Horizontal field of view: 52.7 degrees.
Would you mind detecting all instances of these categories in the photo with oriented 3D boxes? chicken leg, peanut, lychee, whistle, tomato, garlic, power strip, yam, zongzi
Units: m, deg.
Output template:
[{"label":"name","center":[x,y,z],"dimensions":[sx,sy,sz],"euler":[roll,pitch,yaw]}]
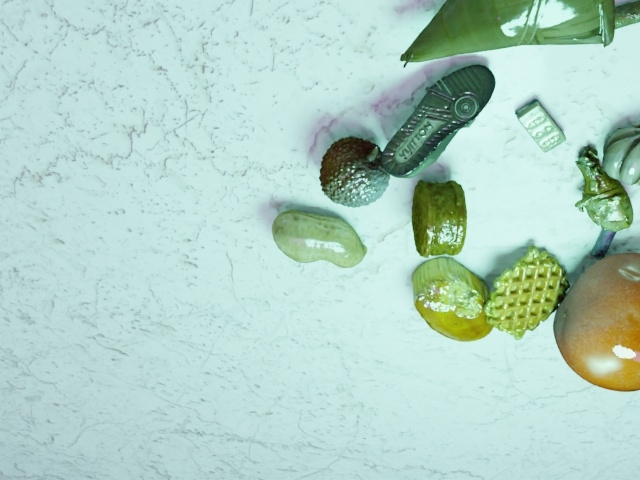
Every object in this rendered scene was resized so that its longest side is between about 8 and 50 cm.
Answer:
[{"label":"chicken leg","center":[0.634,-0.112,1.476],"dimensions":[0.227,0.088,0.103],"euler":[49,147,-19]},{"label":"peanut","center":[0.000,0.000,1.605],"dimensions":[0.253,0.122,0.137],"euler":[10,141,-10]},{"label":"lychee","center":[0.080,-0.154,1.427],"dimensions":[0.165,0.165,0.197],"euler":[29,136,-20]},{"label":"whistle","center":[0.707,-0.020,1.583],"dimensions":[0.033,0.033,0.176],"euler":[6,132,0]},{"label":"tomato","center":[0.726,0.191,1.580],"dimensions":[0.273,0.341,0.341],"euler":[13,133,12]},{"label":"garlic","center":[0.671,-0.199,1.358],"dimensions":[0.127,0.131,0.194],"euler":[2,141,0]},{"label":"power strip","center":[0.476,-0.248,1.399],"dimensions":[0.056,0.032,0.123],"euler":[-34,120,28]},{"label":"yam","center":[0.582,-0.427,1.223],"dimensions":[0.094,0.043,0.043],"euler":[-13,129,16]},{"label":"zongzi","center":[0.304,-0.520,1.082],"dimensions":[0.418,0.181,0.447],"euler":[-9,128,13]}]

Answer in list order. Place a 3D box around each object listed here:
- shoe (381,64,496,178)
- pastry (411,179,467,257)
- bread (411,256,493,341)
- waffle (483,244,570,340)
[{"label":"shoe","center":[0.246,-0.246,1.381],"dimensions":[0.293,0.149,0.109],"euler":[-45,83,5]},{"label":"pastry","center":[0.272,-0.051,1.493],"dimensions":[0.103,0.188,0.188],"euler":[0,132,-2]},{"label":"bread","center":[0.354,0.166,1.715],"dimensions":[0.179,0.133,0.250],"euler":[-25,124,29]},{"label":"waffle","center":[0.528,0.140,1.663],"dimensions":[0.243,0.059,0.238],"euler":[38,95,-33]}]
